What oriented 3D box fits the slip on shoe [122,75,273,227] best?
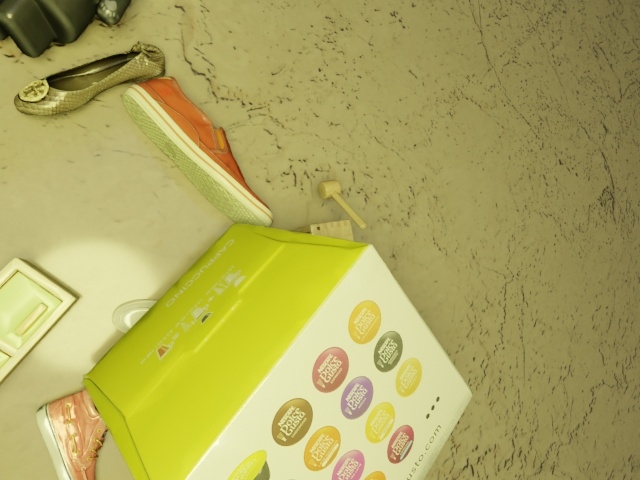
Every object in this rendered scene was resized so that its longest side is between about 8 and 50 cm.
[{"bbox_3d":[-0.195,-0.153,0.790,0.331,0.123,0.101,48,65,-8],"label":"slip on shoe"}]

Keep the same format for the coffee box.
[{"bbox_3d":[-0.060,0.211,0.646,0.337,0.338,0.334,-50,123,-21],"label":"coffee box"}]

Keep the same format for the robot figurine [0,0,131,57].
[{"bbox_3d":[-0.414,-0.423,0.686,0.209,0.174,0.278,38,69,-41],"label":"robot figurine"}]

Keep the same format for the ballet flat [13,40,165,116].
[{"bbox_3d":[-0.373,-0.271,0.734,0.250,0.058,0.084,-30,67,-26],"label":"ballet flat"}]

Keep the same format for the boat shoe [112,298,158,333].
[{"bbox_3d":[-0.253,0.142,0.759,0.184,0.063,0.066,19,78,-22],"label":"boat shoe"}]

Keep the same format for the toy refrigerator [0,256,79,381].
[{"bbox_3d":[-0.486,0.160,0.635,0.102,0.094,0.269,42,70,-15],"label":"toy refrigerator"}]

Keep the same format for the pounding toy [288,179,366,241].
[{"bbox_3d":[0.003,-0.007,0.825,0.094,0.181,0.205,-9,89,-25],"label":"pounding toy"}]

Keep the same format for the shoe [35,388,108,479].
[{"bbox_3d":[-0.361,0.321,0.692,0.081,0.063,0.177,-23,90,-19],"label":"shoe"}]
